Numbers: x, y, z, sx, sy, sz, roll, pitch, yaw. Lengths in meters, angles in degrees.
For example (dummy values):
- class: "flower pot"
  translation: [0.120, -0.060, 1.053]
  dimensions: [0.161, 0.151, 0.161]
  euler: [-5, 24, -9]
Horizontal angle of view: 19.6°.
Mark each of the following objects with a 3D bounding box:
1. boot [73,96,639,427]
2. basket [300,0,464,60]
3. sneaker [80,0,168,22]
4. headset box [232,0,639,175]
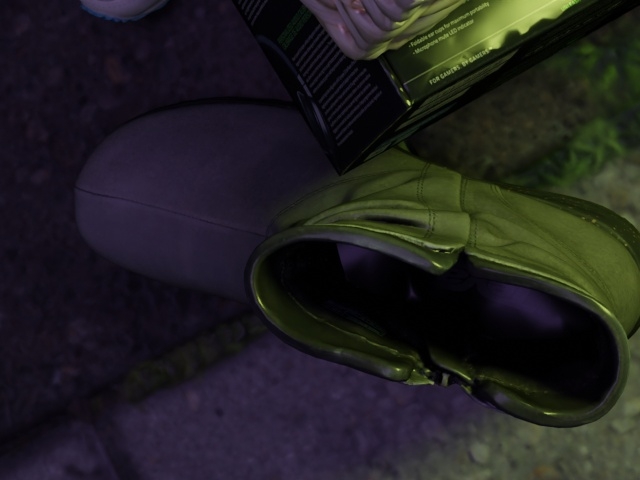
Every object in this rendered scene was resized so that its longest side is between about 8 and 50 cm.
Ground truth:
- class: "boot"
  translation: [0.000, 0.000, 0.931]
  dimensions: [0.338, 0.223, 0.118]
  euler: [8, 99, 16]
- class: "basket"
  translation: [0.077, -0.294, 0.697]
  dimensions: [0.328, 0.266, 0.331]
  euler: [-35, 87, -19]
- class: "sneaker"
  translation: [-0.093, -0.230, 1.002]
  dimensions: [0.087, 0.092, 0.228]
  euler: [22, 102, 13]
- class: "headset box"
  translation: [0.048, -0.218, 0.882]
  dimensions: [0.246, 0.131, 0.283]
  euler: [-31, 87, -19]
